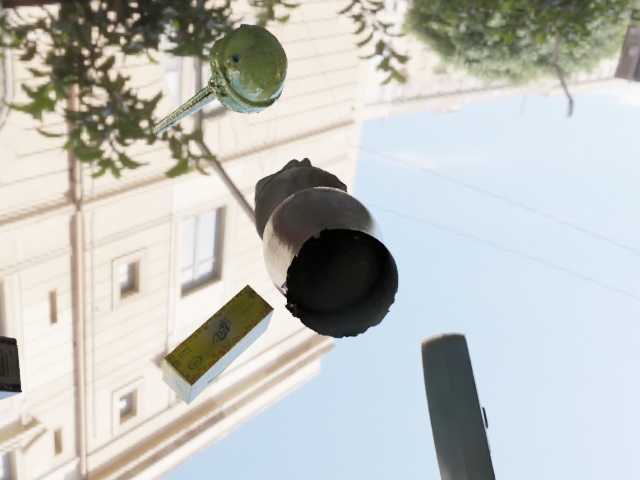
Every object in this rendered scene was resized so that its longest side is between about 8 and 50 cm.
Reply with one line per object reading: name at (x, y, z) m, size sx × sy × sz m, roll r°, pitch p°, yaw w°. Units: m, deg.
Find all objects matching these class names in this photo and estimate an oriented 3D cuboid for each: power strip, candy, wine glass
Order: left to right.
candy at (-0.146, -0.177, 0.968) m, size 0.335 × 0.093 × 0.092 m, roll -11°, pitch -143°, yaw 56°
wine glass at (0.000, 0.000, 0.646) m, size 0.103 × 0.103 × 0.222 m, roll 2°, pitch -165°, yaw -11°
power strip at (0.146, 0.178, 0.823) m, size 0.054 × 0.167 × 0.253 m, roll -10°, pitch 179°, yaw 10°

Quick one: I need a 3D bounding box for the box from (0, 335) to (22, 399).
box at (-0.556, 0.165, 0.972) m, size 0.198 × 0.084 × 0.310 m, roll -20°, pitch 159°, yaw 19°

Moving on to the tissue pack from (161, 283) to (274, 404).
tissue pack at (-0.153, 0.156, 1.176) m, size 0.062 × 0.095 × 0.176 m, roll 42°, pitch -119°, yaw 12°
